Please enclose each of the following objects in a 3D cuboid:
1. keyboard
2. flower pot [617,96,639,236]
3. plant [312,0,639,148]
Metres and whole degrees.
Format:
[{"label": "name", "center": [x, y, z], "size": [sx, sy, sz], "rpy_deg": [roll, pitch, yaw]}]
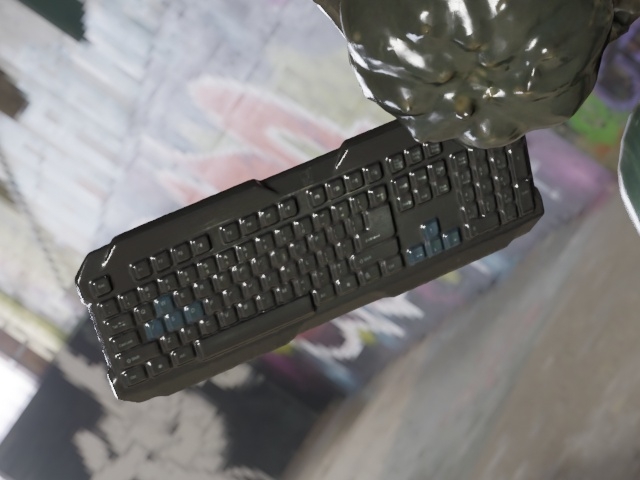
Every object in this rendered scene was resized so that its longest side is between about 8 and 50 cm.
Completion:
[{"label": "keyboard", "center": [0.000, 0.000, 0.919], "size": [0.262, 0.106, 0.016], "rpy_deg": [-23, 31, -14]}, {"label": "flower pot", "center": [0.334, -0.065, 1.230], "size": [0.243, 0.189, 0.157], "rpy_deg": [-22, 26, 10]}, {"label": "plant", "center": [0.064, -0.149, 0.803], "size": [0.142, 0.164, 0.256], "rpy_deg": [-27, 37, 26]}]
